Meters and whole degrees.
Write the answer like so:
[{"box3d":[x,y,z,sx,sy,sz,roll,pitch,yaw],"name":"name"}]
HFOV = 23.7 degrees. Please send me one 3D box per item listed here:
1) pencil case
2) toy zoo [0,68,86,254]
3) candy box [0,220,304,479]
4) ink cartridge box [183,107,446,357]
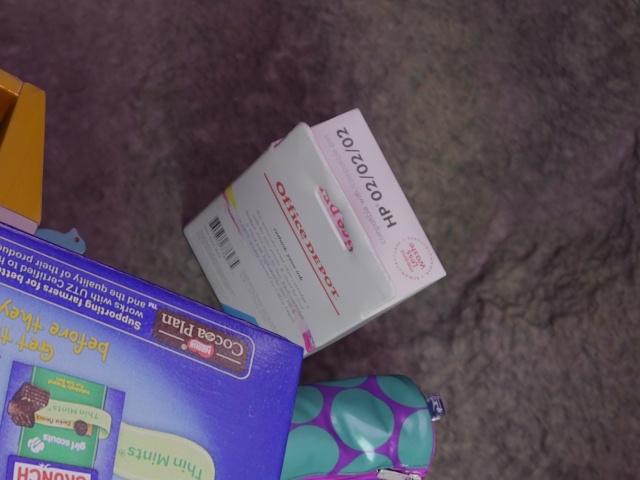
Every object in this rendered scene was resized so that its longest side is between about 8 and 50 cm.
[{"box3d":[-0.008,0.117,0.860,0.152,0.064,0.070,-8,51,-26],"name":"pencil case"},{"box3d":[-0.256,-0.052,0.780,0.293,0.030,0.192,27,44,-21],"name":"toy zoo"},{"box3d":[-0.172,0.151,0.600,0.268,0.122,0.317,24,57,-19],"name":"candy box"},{"box3d":[0.000,0.000,0.837,0.062,0.181,0.104,-25,85,-30],"name":"ink cartridge box"}]
